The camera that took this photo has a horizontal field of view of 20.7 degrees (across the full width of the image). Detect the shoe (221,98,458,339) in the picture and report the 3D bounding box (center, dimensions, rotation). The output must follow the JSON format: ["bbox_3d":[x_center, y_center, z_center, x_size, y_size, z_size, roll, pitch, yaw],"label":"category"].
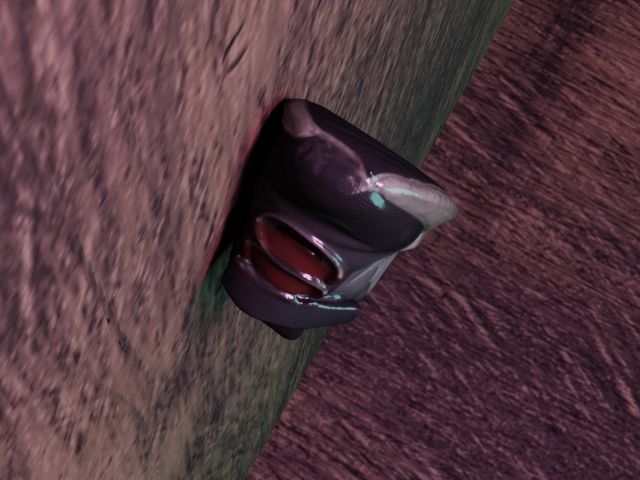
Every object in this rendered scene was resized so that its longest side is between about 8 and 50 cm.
[{"bbox_3d":[0.000,0.000,0.898,0.112,0.099,0.227,-54,176,-1],"label":"shoe"}]
